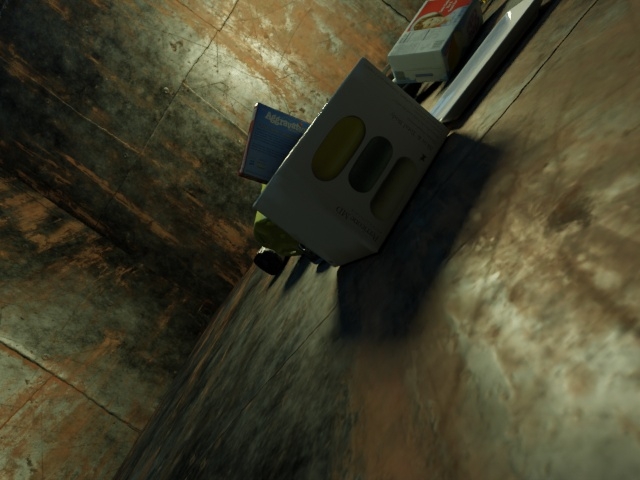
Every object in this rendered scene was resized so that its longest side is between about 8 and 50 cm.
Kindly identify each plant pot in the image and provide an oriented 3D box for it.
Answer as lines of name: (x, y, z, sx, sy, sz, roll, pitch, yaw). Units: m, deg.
plant pot: (-0.088, -0.100, 1.362, 0.276, 0.276, 0.254, -45, 24, 48)

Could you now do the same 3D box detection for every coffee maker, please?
coffee maker: (-0.167, 0.043, 1.666, 0.171, 0.120, 0.178, 101, -166, -46)

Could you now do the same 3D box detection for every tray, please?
tray: (0.291, -0.314, 0.788, 0.270, 0.030, 0.145, -53, 8, 8)

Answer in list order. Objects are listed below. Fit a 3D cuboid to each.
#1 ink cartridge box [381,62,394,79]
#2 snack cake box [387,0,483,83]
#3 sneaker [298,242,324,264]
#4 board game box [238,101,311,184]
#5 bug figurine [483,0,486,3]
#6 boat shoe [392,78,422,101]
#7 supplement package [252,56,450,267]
ink cartridge box: (0.184, -0.523, 1.620, 0.308, 0.091, 0.385, -55, -11, -38)
snack cake box: (0.307, -0.535, 1.151, 0.152, 0.089, 0.264, 12, 59, 39)
sneaker: (0.000, 0.000, 0.955, 0.067, 0.078, 0.188, -58, 10, -28)
board game box: (-0.016, -0.158, 0.880, 0.027, 0.281, 0.145, -3, 74, 62)
bug figurine: (0.478, -0.759, 1.428, 0.216, 0.072, 0.279, -48, 3, -3)
boat shoe: (0.251, -0.439, 1.341, 0.114, 0.091, 0.302, -24, 0, -13)
supplement package: (0.048, -0.123, 0.767, 0.263, 0.199, 0.198, -56, 9, -19)
